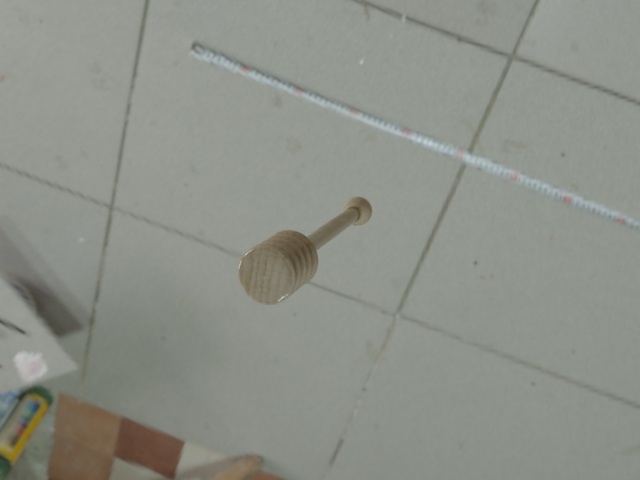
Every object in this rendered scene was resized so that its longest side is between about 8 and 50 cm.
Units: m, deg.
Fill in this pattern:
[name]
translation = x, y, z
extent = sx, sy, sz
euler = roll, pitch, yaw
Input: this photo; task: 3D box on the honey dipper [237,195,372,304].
[honey dipper]
translation = 0.000, 0.000, 0.561
extent = 0.030, 0.160, 0.031
euler = 4, 103, 19
